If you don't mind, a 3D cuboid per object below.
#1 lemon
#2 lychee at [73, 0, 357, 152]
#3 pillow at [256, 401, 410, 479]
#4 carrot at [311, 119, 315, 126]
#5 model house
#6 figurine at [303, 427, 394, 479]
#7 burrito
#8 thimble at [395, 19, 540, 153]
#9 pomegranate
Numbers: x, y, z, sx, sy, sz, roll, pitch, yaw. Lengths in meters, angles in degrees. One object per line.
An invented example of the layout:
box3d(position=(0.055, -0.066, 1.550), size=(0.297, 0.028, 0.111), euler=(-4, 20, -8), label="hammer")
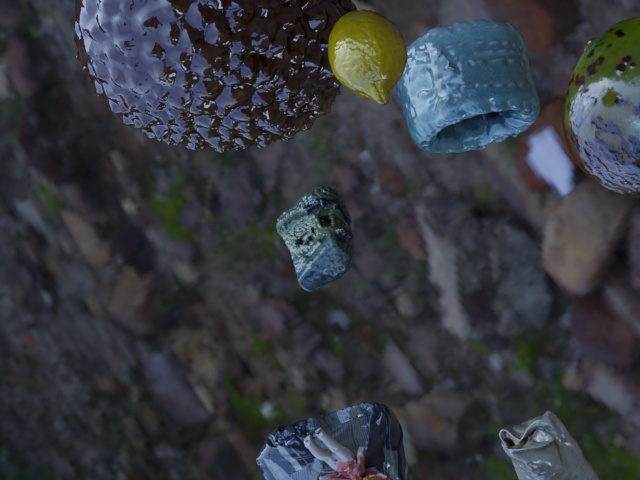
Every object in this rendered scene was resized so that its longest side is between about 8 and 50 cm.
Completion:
box3d(position=(0.038, -0.148, 1.241), size=(0.065, 0.065, 0.092), euler=(114, 148, -56), label="lemon")
box3d(position=(-0.090, -0.202, 1.381), size=(0.267, 0.267, 0.267), euler=(36, 145, 32), label="lychee")
box3d(position=(0.019, 0.304, 1.617), size=(0.093, 0.161, 0.335), euler=(-108, 11, -51), label="pillow")
box3d(position=(-0.012, -0.217, 1.991), size=(0.061, 0.061, 0.210), euler=(42, 144, 24), label="carrot")
box3d(position=(0.000, 0.000, 1.589), size=(0.066, 0.078, 0.083), euler=(42, -159, -36), label="model house")
box3d(position=(0.028, 0.225, 1.494), size=(0.109, 0.047, 0.064), euler=(42, 120, -16), label="figurine")
box3d(position=(0.241, 0.255, 1.521), size=(0.275, 0.082, 0.059), euler=(57, -165, -41), label="burrito")
box3d(position=(0.207, -0.218, 2.206), size=(0.235, 0.198, 0.143), euler=(27, -133, -69), label="thimble")
box3d(position=(0.374, -0.125, 1.638), size=(0.246, 0.198, 0.198), euler=(38, 151, -5), label="pomegranate")
